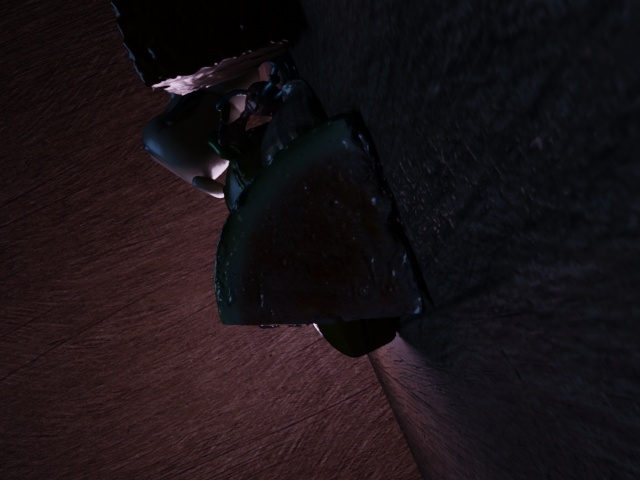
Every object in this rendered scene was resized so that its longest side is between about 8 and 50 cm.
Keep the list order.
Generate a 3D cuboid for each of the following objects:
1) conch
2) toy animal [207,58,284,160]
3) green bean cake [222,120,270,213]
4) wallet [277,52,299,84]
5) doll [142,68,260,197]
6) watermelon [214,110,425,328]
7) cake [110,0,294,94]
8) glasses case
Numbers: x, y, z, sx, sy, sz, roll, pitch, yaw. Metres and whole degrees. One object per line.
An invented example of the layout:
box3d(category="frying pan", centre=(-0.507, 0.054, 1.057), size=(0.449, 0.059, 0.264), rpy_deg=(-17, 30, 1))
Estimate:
box3d(category="conch", centre=(-0.020, -0.143, 0.910), size=(0.155, 0.129, 0.207), rpy_deg=(-18, 72, 55))
box3d(category="toy animal", centre=(-0.133, -0.242, 1.130), size=(0.103, 0.208, 0.100), rpy_deg=(43, -144, -7))
box3d(category="green bean cake", centre=(-0.087, -0.081, 1.332), size=(0.285, 0.201, 0.310), rpy_deg=(93, 153, -89))
box3d(category="wallet", centre=(-0.043, -0.245, 1.004), size=(0.157, 0.018, 0.082), rpy_deg=(71, 174, -53))
box3d(category="doll", centre=(-0.274, -0.295, 1.422), size=(0.215, 0.225, 0.371), rpy_deg=(70, -145, -83))
box3d(category="watermelon", centre=(0.000, 0.000, 0.736), size=(0.193, 0.231, 0.310), rpy_deg=(-115, 47, -67))
box3d(category="cake", centre=(-0.147, -0.307, 0.796), size=(0.293, 0.196, 0.199), rpy_deg=(-104, -8, -79))
box3d(category="glasses case", centre=(0.033, 0.082, 1.044), size=(0.371, 0.141, 0.173), rpy_deg=(73, 173, -64))
